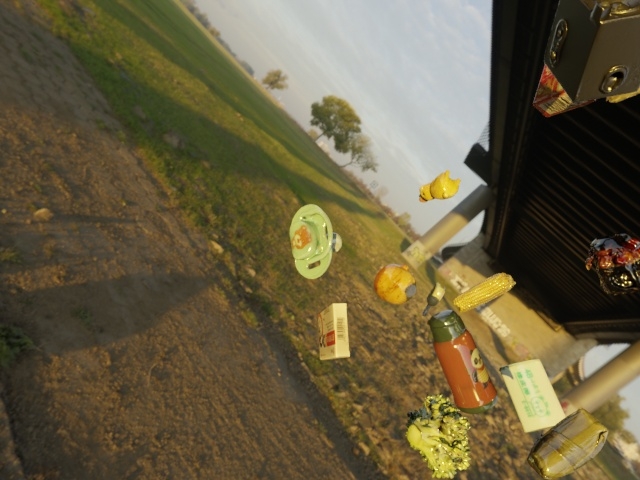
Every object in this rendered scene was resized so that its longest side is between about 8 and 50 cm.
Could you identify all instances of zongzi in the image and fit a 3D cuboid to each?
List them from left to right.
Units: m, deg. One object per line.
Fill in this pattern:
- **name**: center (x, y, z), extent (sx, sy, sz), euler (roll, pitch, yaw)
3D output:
- **zongzi**: center (0.689, 0.602, 1.164), extent (0.112, 0.221, 0.242), euler (53, -8, 44)

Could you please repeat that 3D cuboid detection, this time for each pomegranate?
- **pomegranate**: center (0.468, 0.267, 2.527), extent (0.264, 0.264, 0.264), euler (46, 9, -9)

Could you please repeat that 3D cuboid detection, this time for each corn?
- **corn**: center (0.824, 0.261, 2.065), extent (0.115, 0.318, 0.115), euler (60, 4, -8)

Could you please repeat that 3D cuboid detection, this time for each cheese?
- **cheese**: center (0.508, 0.266, 1.855), extent (0.048, 0.171, 0.092), euler (28, 39, 8)

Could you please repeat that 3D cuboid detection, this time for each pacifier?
- **pacifier**: center (0.000, 0.000, 1.881), extent (0.269, 0.288, 0.342), euler (0, 74, -43)

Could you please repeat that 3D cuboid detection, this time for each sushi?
- **sushi**: center (0.826, 0.058, 1.135), extent (0.172, 0.153, 0.150), euler (-11, 84, -42)

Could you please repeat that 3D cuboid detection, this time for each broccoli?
- **broccoli**: center (0.539, 0.898, 1.883), extent (0.324, 0.334, 0.272), euler (34, 18, 23)

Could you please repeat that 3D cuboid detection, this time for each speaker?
- **speaker**: center (0.745, -0.545, 1.085), extent (0.253, 0.184, 0.232), euler (73, 10, -52)

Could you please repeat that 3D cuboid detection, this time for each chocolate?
- **chocolate**: center (0.955, -0.624, 1.572), extent (0.108, 0.234, 0.237), euler (19, -1, -12)

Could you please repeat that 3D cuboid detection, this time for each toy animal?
- **toy animal**: center (0.336, -0.146, 1.226), extent (0.070, 0.083, 0.159), euler (33, -20, -17)

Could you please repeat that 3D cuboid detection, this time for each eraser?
- **eraser**: center (0.971, 0.708, 1.880), extent (0.104, 0.189, 0.289), euler (51, 23, -55)

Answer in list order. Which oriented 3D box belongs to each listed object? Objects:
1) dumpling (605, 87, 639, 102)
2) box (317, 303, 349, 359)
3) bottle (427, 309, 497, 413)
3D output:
- **dumpling**: center (0.991, -0.513, 1.147), extent (0.086, 0.165, 0.332), euler (23, -21, -27)
- **box**: center (0.052, 0.408, 1.795), extent (0.353, 0.069, 0.214), euler (117, -29, -71)
- **bottle**: center (0.468, 0.401, 1.386), extent (0.144, 0.144, 0.335), euler (-38, 104, -81)
